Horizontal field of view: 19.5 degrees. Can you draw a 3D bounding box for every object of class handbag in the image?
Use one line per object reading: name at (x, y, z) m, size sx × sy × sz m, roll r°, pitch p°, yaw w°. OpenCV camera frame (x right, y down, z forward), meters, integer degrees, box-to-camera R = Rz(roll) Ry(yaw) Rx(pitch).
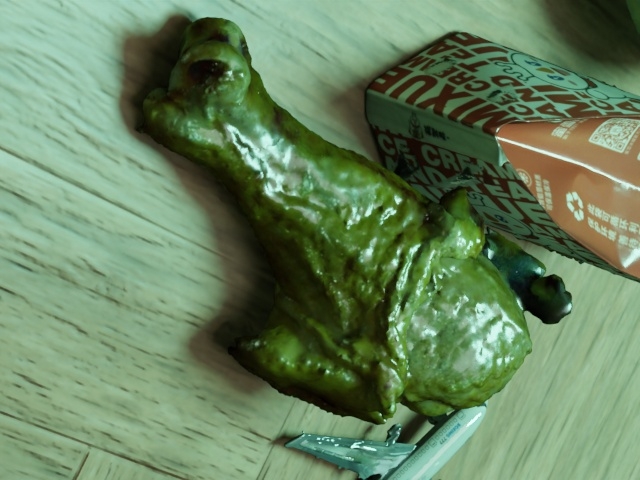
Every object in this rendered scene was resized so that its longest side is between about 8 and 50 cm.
handbag at (0.186, -0.069, 1.466) m, size 0.298 × 0.171 × 0.151 m, roll 19°, pitch 94°, yaw -44°

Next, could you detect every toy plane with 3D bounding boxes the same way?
toy plane at (0.056, 0.209, 1.535) m, size 0.226 × 0.058 × 0.226 m, roll -49°, pitch 125°, yaw -19°

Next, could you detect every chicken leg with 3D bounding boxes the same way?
chicken leg at (-0.004, 0.011, 1.377) m, size 0.361 × 0.140 × 0.211 m, roll 34°, pitch 96°, yaw -20°

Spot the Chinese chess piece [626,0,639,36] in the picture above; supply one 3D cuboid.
Chinese chess piece at (0.341, -0.223, 1.518) m, size 0.250 × 0.101 × 0.250 m, roll 20°, pitch 62°, yaw -43°
